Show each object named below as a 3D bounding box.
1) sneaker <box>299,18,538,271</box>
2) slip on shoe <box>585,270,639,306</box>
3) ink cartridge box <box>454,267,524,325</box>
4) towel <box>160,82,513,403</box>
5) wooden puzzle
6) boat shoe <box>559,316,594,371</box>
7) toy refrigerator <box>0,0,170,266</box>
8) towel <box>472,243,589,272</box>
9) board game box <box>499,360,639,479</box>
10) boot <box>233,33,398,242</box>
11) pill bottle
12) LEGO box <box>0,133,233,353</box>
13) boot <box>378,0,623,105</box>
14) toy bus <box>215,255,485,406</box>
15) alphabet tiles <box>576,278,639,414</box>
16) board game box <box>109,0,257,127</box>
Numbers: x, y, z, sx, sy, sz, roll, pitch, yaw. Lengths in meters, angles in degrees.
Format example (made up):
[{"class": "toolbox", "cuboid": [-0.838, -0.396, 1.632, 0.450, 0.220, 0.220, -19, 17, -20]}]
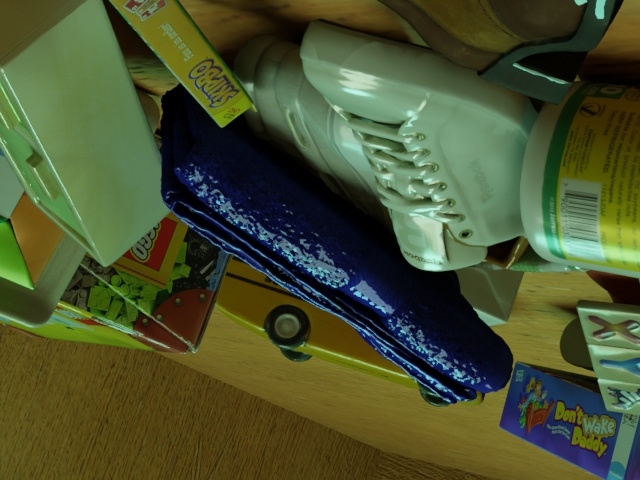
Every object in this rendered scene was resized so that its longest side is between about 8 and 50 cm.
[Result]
[{"class": "sneaker", "cuboid": [0.076, -0.044, 0.803, 0.106, 0.123, 0.290, 21, 179, 37]}, {"class": "slip on shoe", "cuboid": [0.313, 0.072, 1.090, 0.123, 0.101, 0.331, 10, 163, 41]}, {"class": "ink cartridge box", "cuboid": [0.098, 0.036, 1.296, 0.134, 0.078, 0.231, 23, 167, -12]}, {"class": "towel", "cuboid": [0.000, 0.000, 1.008, 0.308, 0.076, 0.228, 37, -171, -19]}, {"class": "wooden puzzle", "cuboid": [-0.283, -0.059, 1.102, 0.221, 0.239, 0.044, 25, -170, -25]}, {"class": "boat shoe", "cuboid": [0.347, 0.124, 1.325, 0.070, 0.078, 0.219, 26, 175, -31]}, {"class": "toy refrigerator", "cuboid": [-0.197, -0.095, 0.950, 0.102, 0.094, 0.269, 39, 161, 24]}, {"class": "towel", "cuboid": [0.173, -0.015, 0.943, 0.152, 0.113, 0.023, 1, 123, 57]}, {"class": "board game box", "cuboid": [0.402, 0.218, 1.359, 0.347, 0.078, 0.233, 13, -178, -24]}, {"class": "boot", "cuboid": [0.027, -0.076, 0.955, 0.123, 0.095, 0.258, 25, 167, 27]}, {"class": "pill bottle", "cuboid": [0.234, -0.028, 0.748, 0.208, 0.118, 0.117, 11, 165, 33]}, {"class": "LEGO box", "cuboid": [-0.361, -0.034, 1.402, 0.372, 0.193, 0.500, 26, 166, -27]}, {"class": "boot", "cuboid": [0.014, -0.180, 0.582, 0.280, 0.096, 0.264, 26, 175, 4]}, {"class": "toy bus", "cuboid": [0.041, 0.090, 1.480, 0.332, 0.130, 0.108, 16, 168, 11]}, {"class": "alphabet tiles", "cuboid": [0.385, 0.116, 1.014, 0.342, 0.011, 0.285, 6, 146, 26]}, {"class": "board game box", "cuboid": [-0.110, -0.152, 0.754, 0.124, 0.039, 0.259, 52, -177, 17]}]
